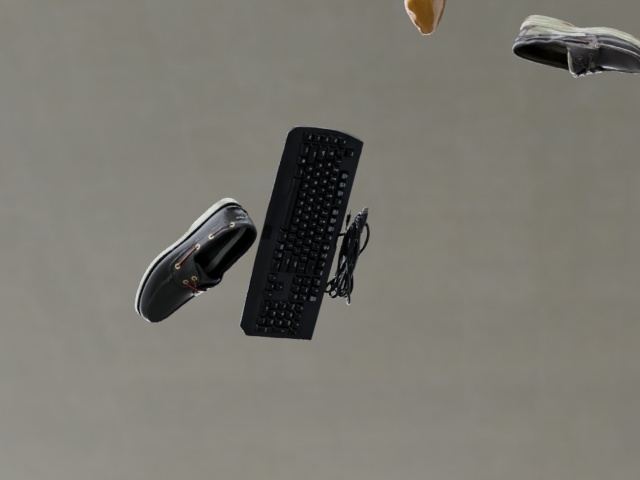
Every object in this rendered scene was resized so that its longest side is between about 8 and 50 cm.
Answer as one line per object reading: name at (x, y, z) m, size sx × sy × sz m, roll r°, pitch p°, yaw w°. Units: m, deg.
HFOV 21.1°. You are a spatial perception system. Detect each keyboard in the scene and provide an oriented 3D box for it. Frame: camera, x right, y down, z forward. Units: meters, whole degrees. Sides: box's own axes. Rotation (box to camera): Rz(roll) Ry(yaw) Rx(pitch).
keyboard at (0.000, 0.000, 1.442) m, size 0.100 × 0.038 × 0.192 m, roll 3°, pitch -67°, yaw -29°

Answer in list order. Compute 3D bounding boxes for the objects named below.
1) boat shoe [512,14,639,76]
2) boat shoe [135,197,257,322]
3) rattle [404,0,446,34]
boat shoe at (0.272, -0.193, 1.792) m, size 0.152 × 0.049 × 0.056 m, roll 15°, pitch -30°, yaw 32°
boat shoe at (-0.109, 0.023, 1.485) m, size 0.133 × 0.042 × 0.049 m, roll -46°, pitch -42°, yaw 9°
rattle at (0.009, -0.258, 1.275) m, size 0.199 × 0.130 × 0.143 m, roll 12°, pitch -48°, yaw 1°
